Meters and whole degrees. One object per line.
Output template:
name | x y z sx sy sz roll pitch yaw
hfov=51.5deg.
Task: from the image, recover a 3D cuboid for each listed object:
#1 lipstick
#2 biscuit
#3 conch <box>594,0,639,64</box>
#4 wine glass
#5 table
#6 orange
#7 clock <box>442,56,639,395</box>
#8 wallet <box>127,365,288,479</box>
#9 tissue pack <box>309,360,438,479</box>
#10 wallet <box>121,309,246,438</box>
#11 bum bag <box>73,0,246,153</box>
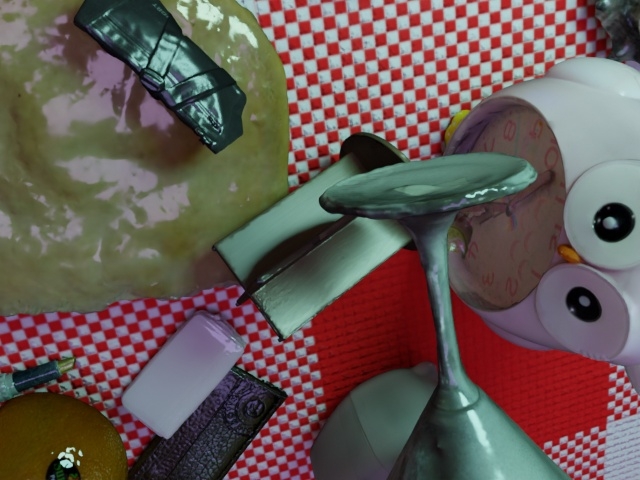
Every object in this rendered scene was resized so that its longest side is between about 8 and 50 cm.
lipstick | -0.379 0.181 0.876 0.116 0.037 0.037 -17 116 -12
biscuit | -0.229 -0.099 0.754 0.428 0.104 0.447 5 111 -18
conch | 0.477 -0.291 0.831 0.312 0.186 0.240 24 130 -38
wine glass | 0.130 0.130 0.672 0.266 0.267 0.407 -14 104 -9
table | 0.000 0.000 0.784 0.226 0.167 0.167 -36 119 -22
orange | -0.349 0.292 0.844 0.205 0.206 0.206 -6 114 -13
clock | 0.328 -0.020 0.793 0.250 0.377 0.369 3 112 -21
wallet | -0.169 0.293 0.976 0.132 0.039 0.243 35 98 -21
tissue pack | 0.172 0.346 0.984 0.333 0.229 0.236 38 101 -23
wallet | -0.188 0.181 0.916 0.095 0.033 0.190 39 99 -8
bum bag | -0.152 -0.175 0.669 0.197 0.049 0.087 44 61 -21
